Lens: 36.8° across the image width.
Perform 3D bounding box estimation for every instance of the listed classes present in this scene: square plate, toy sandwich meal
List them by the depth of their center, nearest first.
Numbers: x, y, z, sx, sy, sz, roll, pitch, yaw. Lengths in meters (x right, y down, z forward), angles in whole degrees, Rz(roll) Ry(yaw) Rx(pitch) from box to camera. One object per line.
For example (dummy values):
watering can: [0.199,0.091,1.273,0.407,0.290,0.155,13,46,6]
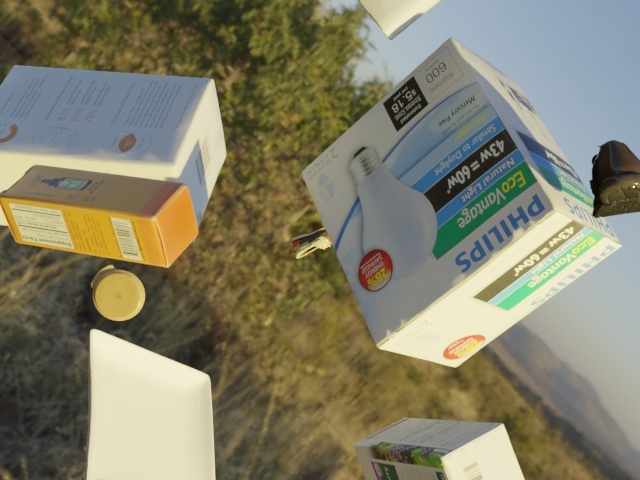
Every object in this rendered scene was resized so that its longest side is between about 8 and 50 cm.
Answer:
toy sandwich meal: [-0.303,0.079,1.438,0.085,0.085,0.029,46,2,-7]
square plate: [-0.342,0.384,1.915,0.344,0.049,0.347,32,41,-45]

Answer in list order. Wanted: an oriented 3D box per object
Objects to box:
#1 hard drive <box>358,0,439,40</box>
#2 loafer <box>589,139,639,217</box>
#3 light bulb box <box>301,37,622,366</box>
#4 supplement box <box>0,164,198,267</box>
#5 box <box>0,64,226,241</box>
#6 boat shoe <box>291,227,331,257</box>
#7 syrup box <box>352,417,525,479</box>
hard drive: [0.170,-0.485,1.381,0.233,0.353,0.047,55,9,19]
loafer: [0.390,-0.080,1.244,0.220,0.080,0.078,33,50,-74]
light bulb box: [0.211,-0.051,1.536,0.225,0.358,0.361,19,38,-47]
supplement box: [-0.269,-0.032,1.162,0.233,0.078,0.080,10,-50,23]
box: [-0.349,-0.140,1.527,0.168,0.345,0.215,85,15,-47]
boat shoe: [0.000,0.000,2.009,0.049,0.137,0.043,11,65,-59]
syrup box: [0.141,0.281,1.186,0.237,0.096,0.093,-19,-88,64]
